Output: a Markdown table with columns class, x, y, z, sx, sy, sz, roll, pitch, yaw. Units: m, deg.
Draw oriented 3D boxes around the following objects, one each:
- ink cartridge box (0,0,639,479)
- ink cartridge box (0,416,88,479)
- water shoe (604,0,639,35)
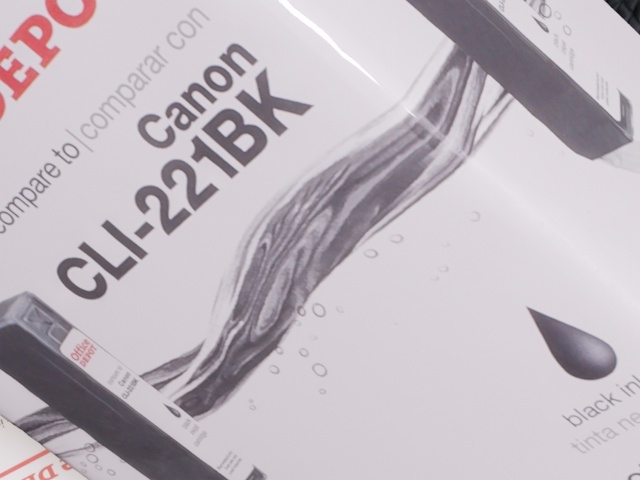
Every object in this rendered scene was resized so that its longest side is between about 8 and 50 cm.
| class | x | y | z | sx | sy | sz | roll | pitch | yaw |
| --- | --- | --- | --- | --- | --- | --- | --- | --- | --- |
| ink cartridge box | 0.000 | 0.000 | 0.440 | 0.273 | 0.197 | 0.114 | 40 | 41 | -13 |
| ink cartridge box | -0.111 | 0.050 | 0.542 | 0.104 | 0.060 | 0.180 | -27 | 83 | -6 |
| water shoe | 0.153 | -0.083 | 0.574 | 0.080 | 0.073 | 0.203 | 10 | 86 | -22 |
